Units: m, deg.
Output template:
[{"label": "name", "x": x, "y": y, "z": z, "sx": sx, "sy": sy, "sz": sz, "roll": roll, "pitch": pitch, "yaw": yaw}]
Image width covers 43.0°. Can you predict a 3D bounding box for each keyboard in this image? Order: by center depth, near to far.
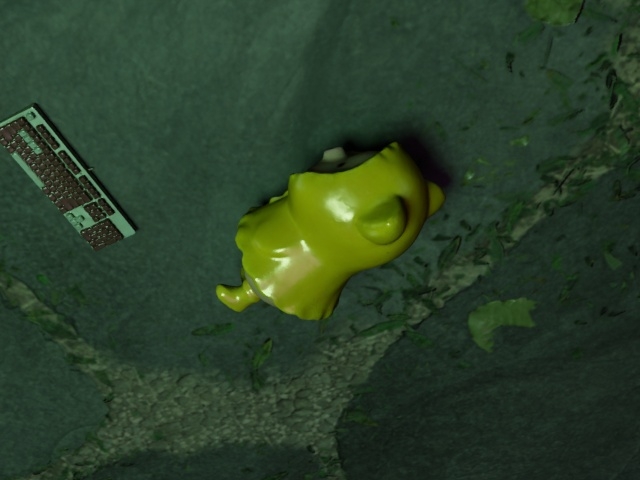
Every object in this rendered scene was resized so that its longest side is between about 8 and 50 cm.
[{"label": "keyboard", "x": -0.246, "y": -0.056, "z": 0.791, "sx": 0.055, "sy": 0.017, "sz": 0.166, "roll": -25, "pitch": 126, "yaw": 10}]

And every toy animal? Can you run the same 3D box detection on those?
[{"label": "toy animal", "x": 0.002, "y": -0.002, "z": 0.785, "sx": 0.229, "sy": 0.156, "sz": 0.156, "roll": -31, "pitch": 125, "yaw": 28}]
